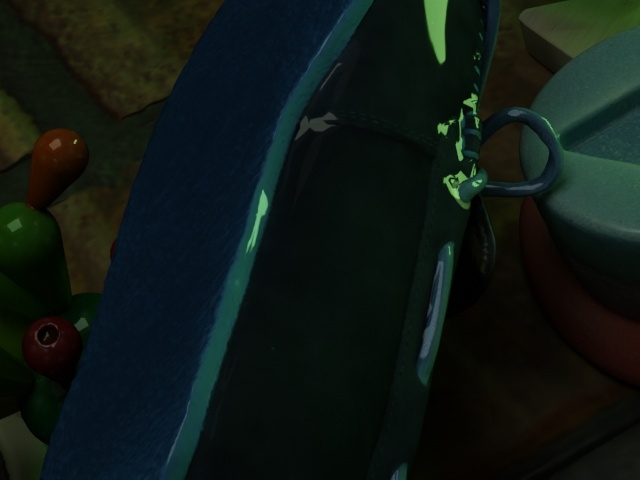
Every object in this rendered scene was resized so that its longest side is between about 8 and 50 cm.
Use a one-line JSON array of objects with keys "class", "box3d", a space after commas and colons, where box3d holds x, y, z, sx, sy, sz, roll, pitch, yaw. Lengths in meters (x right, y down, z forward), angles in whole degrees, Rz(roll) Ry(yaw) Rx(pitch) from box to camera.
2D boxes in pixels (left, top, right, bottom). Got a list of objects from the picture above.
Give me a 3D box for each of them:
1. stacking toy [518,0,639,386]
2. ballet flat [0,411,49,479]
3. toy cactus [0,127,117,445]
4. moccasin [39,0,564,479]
[{"class": "stacking toy", "box3d": [0.213, -0.093, 0.771, 0.309, 0.130, 0.279, -17, 41, 3]}, {"class": "ballet flat", "box3d": [-0.218, 0.092, 0.796, 0.248, 0.086, 0.086, -1, 44, 19]}, {"class": "toy cactus", "box3d": [-0.064, 0.046, 0.735, 0.180, 0.219, 0.112, 40, 97, 13]}, {"class": "moccasin", "box3d": [0.000, 0.000, 0.678, 0.138, 0.117, 0.342, -23, 38, 48]}]
